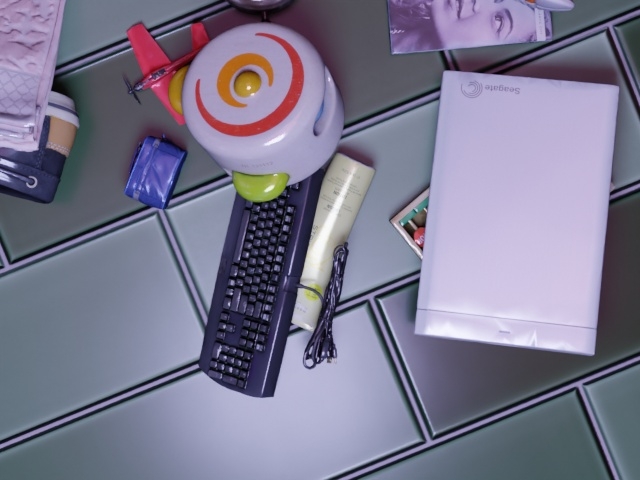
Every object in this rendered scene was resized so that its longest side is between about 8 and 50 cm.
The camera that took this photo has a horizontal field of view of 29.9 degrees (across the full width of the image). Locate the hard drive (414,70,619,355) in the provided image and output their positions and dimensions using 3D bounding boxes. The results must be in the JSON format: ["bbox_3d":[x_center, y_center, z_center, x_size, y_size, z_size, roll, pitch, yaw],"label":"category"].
[{"bbox_3d":[0.257,-0.038,1.570,0.233,0.047,0.353,6,83,7],"label":"hard drive"}]

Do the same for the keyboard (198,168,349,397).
[{"bbox_3d":[-0.052,0.054,1.591,0.201,0.033,0.317,13,93,25],"label":"keyboard"}]

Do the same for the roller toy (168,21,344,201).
[{"bbox_3d":[-0.076,-0.177,1.537,0.191,0.146,0.209,-38,65,1],"label":"roller toy"}]

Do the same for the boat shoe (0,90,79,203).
[{"bbox_3d":[-0.567,-0.128,1.540,0.500,0.187,0.156,4,86,-7],"label":"boat shoe"}]

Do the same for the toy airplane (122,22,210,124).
[{"bbox_3d":[-0.195,-0.235,1.618,0.151,0.028,0.151,0,93,-2],"label":"toy airplane"}]

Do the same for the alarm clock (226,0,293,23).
[{"bbox_3d":[-0.079,-0.352,1.604,0.129,0.064,0.192,-7,95,-1],"label":"alarm clock"}]

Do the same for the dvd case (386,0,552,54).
[{"bbox_3d":[0.199,-0.344,1.629,0.221,0.018,0.164,-5,92,-1],"label":"dvd case"}]

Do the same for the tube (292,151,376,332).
[{"bbox_3d":[0.000,0.000,1.618,0.070,0.062,0.240,31,98,43],"label":"tube"}]

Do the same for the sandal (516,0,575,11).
[{"bbox_3d":[0.221,-0.378,1.568,0.265,0.102,0.076,24,94,0],"label":"sandal"}]

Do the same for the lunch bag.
[{"bbox_3d":[-0.222,-0.096,1.603,0.065,0.067,0.098,21,90,-2],"label":"lunch bag"}]

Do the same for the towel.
[{"bbox_3d":[-0.496,-0.261,1.493,0.332,0.053,0.317,7,51,-12],"label":"towel"}]

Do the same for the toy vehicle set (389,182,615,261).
[{"bbox_3d":[0.246,-0.049,1.630,0.267,0.035,0.166,-41,92,0],"label":"toy vehicle set"}]
